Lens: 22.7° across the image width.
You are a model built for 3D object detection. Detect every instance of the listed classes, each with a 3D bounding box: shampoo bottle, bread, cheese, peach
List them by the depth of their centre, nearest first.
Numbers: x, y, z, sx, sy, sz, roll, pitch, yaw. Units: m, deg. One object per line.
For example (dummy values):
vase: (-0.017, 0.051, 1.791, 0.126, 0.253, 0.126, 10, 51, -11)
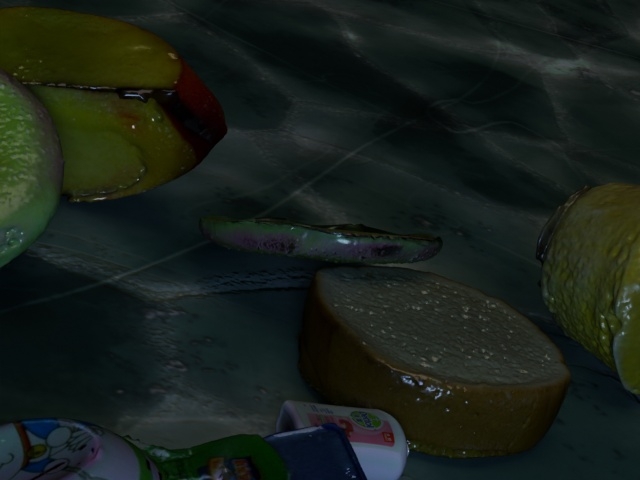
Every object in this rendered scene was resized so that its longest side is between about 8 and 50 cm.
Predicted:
cheese: (-0.134, 0.160, 0.984, 0.320, 0.083, 0.204, -11, 21, -9)
shampoo bottle: (0.021, 0.156, 1.221, 0.099, 0.043, 0.072, 7, 27, -21)
bread: (-0.360, -0.070, 1.300, 0.301, 0.045, 0.301, 5, 50, -6)
bread: (0.093, 0.100, 1.356, 0.236, 0.070, 0.236, 15, 24, -7)
bread: (0.000, 0.000, 1.460, 0.228, 0.033, 0.228, 6, 3, 0)
peach: (-0.222, -0.129, 1.500, 0.267, 0.159, 0.154, 2, 45, -5)
bread: (0.306, 0.045, 1.501, 0.197, 0.197, 0.170, -2, 18, -37)
